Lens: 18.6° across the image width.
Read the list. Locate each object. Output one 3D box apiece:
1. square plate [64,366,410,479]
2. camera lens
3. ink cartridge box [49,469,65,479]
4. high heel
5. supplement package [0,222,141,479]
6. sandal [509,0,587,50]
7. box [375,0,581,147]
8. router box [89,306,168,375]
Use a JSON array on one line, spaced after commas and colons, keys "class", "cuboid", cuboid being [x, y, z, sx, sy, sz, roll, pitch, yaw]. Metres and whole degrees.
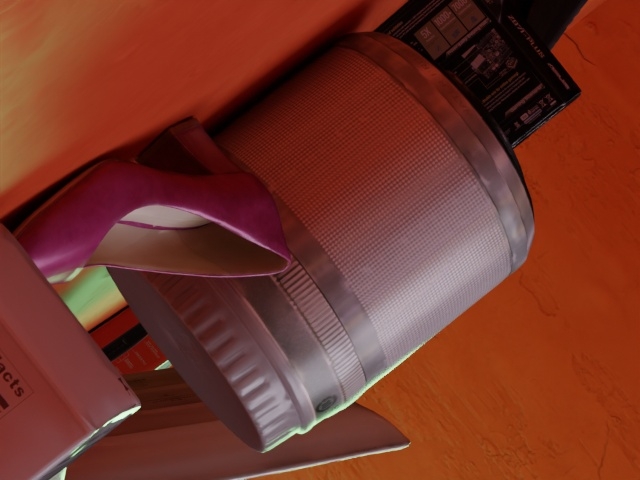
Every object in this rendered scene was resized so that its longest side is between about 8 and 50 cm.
[{"class": "square plate", "cuboid": [-0.141, 0.167, 1.812, 0.347, 0.049, 0.344, -7, -171, -21]}, {"class": "camera lens", "cuboid": [0.003, -0.004, 1.444, 0.274, 0.219, 0.219, -38, 178, -13]}, {"class": "ink cartridge box", "cuboid": [-0.239, 0.133, 1.435, 0.092, 0.090, 0.143, -37, 143, -62]}, {"class": "high heel", "cuboid": [-0.107, 0.008, 1.209, 0.082, 0.117, 0.244, -39, 178, 30]}, {"class": "supplement package", "cuboid": [-0.238, 0.116, 1.033, 0.244, 0.134, 0.139, -38, 178, 5]}, {"class": "sandal", "cuboid": [0.171, -0.207, 1.926, 0.445, 0.107, 0.167, -51, -178, -23]}, {"class": "box", "cuboid": [0.099, -0.119, 1.622, 0.180, 0.147, 0.077, -40, 178, 22]}, {"class": "router box", "cuboid": [-0.300, 0.191, 2.397, 0.335, 0.082, 0.301, -40, 177, 38]}]
